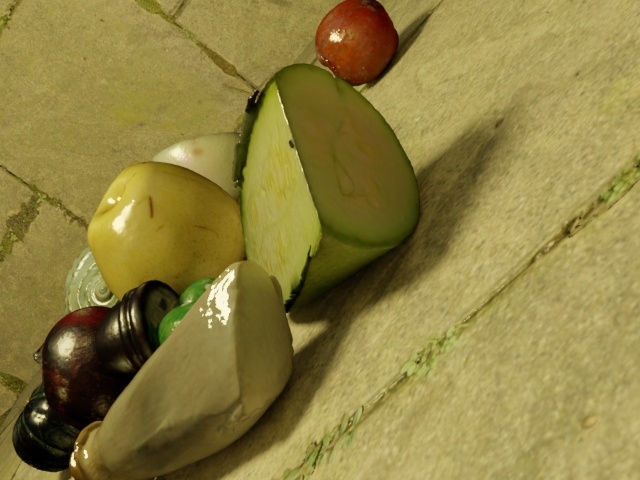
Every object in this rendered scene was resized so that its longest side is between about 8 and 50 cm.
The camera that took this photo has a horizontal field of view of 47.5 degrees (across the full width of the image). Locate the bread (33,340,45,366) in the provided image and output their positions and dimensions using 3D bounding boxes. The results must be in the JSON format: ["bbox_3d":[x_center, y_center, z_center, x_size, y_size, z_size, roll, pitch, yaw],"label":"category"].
[{"bbox_3d":[-0.707,0.317,2.101,0.417,0.165,0.113,-31,25,54],"label":"bread"}]

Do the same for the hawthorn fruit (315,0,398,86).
[{"bbox_3d":[0.076,-0.406,1.469,0.173,0.173,0.173,-47,17,19],"label":"hawthorn fruit"}]

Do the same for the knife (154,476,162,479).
[{"bbox_3d":[-0.249,0.406,0.891,0.047,0.017,0.297,-43,14,31],"label":"knife"}]

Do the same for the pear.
[{"bbox_3d":[-0.289,0.001,1.390,0.309,0.309,0.309,-47,17,19],"label":"pear"}]

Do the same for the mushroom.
[{"bbox_3d":[-0.166,0.203,0.882,0.138,0.154,0.407,-9,-32,-52],"label":"mushroom"}]

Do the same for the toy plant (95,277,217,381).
[{"bbox_3d":[-0.238,0.145,1.182,0.235,0.175,0.218,-21,18,13],"label":"toy plant"}]

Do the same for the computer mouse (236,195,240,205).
[{"bbox_3d":[-0.137,-0.125,1.660,0.245,0.056,0.126,-48,16,21],"label":"computer mouse"}]

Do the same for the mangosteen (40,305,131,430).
[{"bbox_3d":[-0.373,0.230,1.339,0.262,0.235,0.235,-11,15,-7],"label":"mangosteen"}]

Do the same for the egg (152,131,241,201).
[{"bbox_3d":[-0.251,-0.151,1.776,0.271,0.161,0.206,-4,-19,-45],"label":"egg"}]

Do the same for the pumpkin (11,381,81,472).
[{"bbox_3d":[-0.550,0.379,1.534,0.220,0.162,0.220,-52,11,15],"label":"pumpkin"}]

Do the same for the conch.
[{"bbox_3d":[-0.476,0.130,1.664,0.319,0.215,0.302,132,127,-59],"label":"conch"}]

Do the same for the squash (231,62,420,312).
[{"bbox_3d":[-0.052,-0.031,0.904,0.309,0.210,0.233,-32,69,40],"label":"squash"}]
